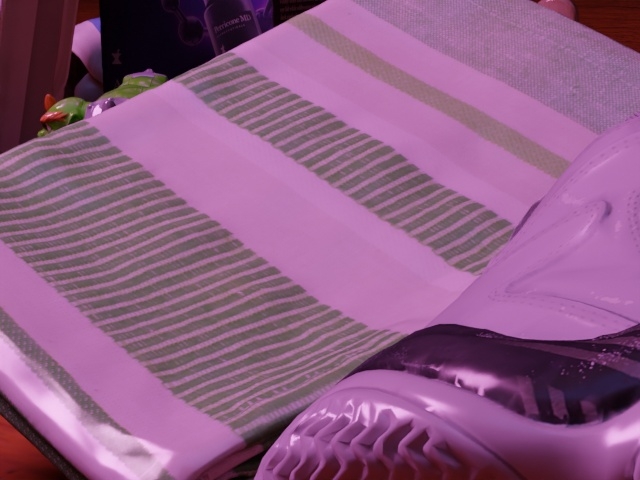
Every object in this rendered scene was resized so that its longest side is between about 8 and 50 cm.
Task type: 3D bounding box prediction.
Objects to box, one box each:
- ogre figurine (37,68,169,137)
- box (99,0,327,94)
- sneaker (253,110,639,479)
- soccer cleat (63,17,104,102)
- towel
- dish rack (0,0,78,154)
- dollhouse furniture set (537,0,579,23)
[{"bbox_3d":[-0.098,-0.027,0.920,0.097,0.118,0.197,1,13,22],"label":"ogre figurine"},{"bbox_3d":[-0.079,-0.162,1.303,0.153,0.207,0.108,1,11,25],"label":"box"},{"bbox_3d":[0.178,0.033,0.416,0.366,0.137,0.210,-1,31,29],"label":"sneaker"},{"bbox_3d":[-0.118,-0.128,1.442,0.331,0.116,0.143,4,30,39],"label":"soccer cleat"},{"bbox_3d":[-0.001,-0.020,0.691,0.325,0.038,0.248,-30,43,-28],"label":"towel"},{"bbox_3d":[-0.210,-0.167,1.241,0.072,0.285,0.333,8,10,-14],"label":"dish rack"},{"bbox_3d":[0.091,-0.192,1.492,0.242,0.161,0.212,2,14,26],"label":"dollhouse furniture set"}]
